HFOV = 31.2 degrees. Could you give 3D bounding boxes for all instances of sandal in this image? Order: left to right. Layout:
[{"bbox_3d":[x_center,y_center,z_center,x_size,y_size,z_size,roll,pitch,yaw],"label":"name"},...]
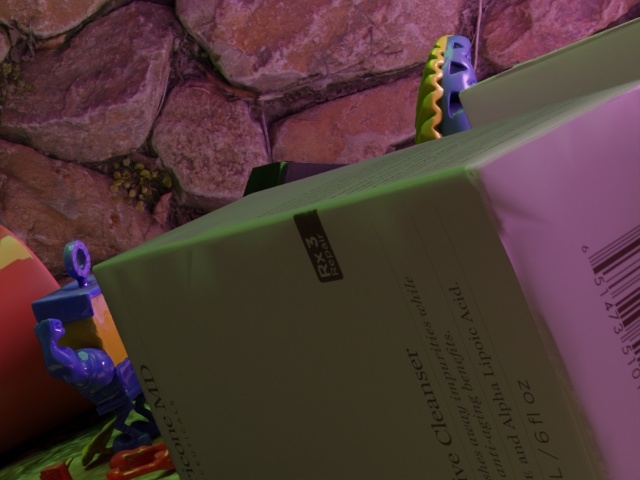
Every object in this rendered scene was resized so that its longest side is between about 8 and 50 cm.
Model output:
[{"bbox_3d":[0.195,-0.121,1.516,0.138,0.317,0.126,-1,-14,-1],"label":"sandal"}]

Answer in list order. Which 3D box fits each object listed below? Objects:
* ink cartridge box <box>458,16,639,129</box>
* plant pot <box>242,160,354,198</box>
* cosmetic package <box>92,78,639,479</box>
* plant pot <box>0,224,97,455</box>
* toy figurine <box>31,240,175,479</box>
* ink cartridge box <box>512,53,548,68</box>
[{"bbox_3d":[0.274,-0.084,1.067,0.197,0.198,0.270,-21,0,19],"label":"ink cartridge box"},{"bbox_3d":[0.000,0.000,1.253,0.188,0.166,0.187,2,0,-17],"label":"plant pot"},{"bbox_3d":[0.042,0.061,0.684,0.156,0.217,0.385,-27,7,-37],"label":"cosmetic package"},{"bbox_3d":[-0.427,0.153,1.379,0.243,0.275,0.275,-36,12,-25],"label":"plant pot"},{"bbox_3d":[-0.181,0.089,1.155,0.191,0.217,0.362,-19,8,20],"label":"toy figurine"},{"bbox_3d":[0.397,-0.192,1.638,0.219,0.092,0.160,14,-14,-30],"label":"ink cartridge box"}]
